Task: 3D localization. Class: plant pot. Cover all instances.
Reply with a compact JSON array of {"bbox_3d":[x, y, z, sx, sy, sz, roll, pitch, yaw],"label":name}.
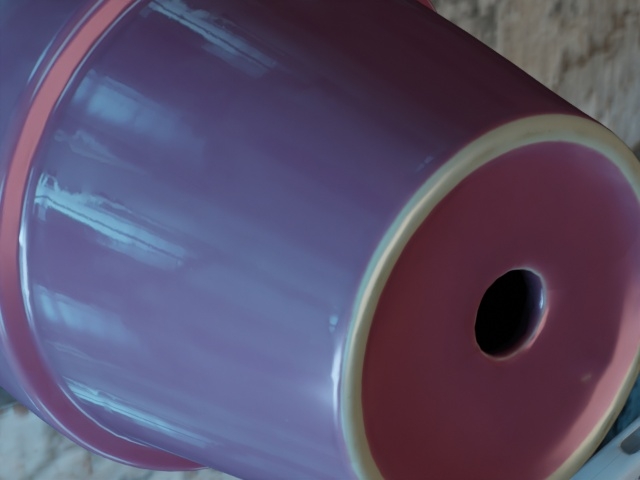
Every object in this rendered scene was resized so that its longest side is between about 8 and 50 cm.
[{"bbox_3d":[0.000,0.000,0.480,0.201,0.180,0.201,-16,117,-34],"label":"plant pot"}]

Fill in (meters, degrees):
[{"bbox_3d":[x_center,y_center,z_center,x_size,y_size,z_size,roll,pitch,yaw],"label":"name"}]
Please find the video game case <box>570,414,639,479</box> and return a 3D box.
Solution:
[{"bbox_3d":[0.180,0.141,0.767,0.173,0.022,0.190,-35,142,-24],"label":"video game case"}]
